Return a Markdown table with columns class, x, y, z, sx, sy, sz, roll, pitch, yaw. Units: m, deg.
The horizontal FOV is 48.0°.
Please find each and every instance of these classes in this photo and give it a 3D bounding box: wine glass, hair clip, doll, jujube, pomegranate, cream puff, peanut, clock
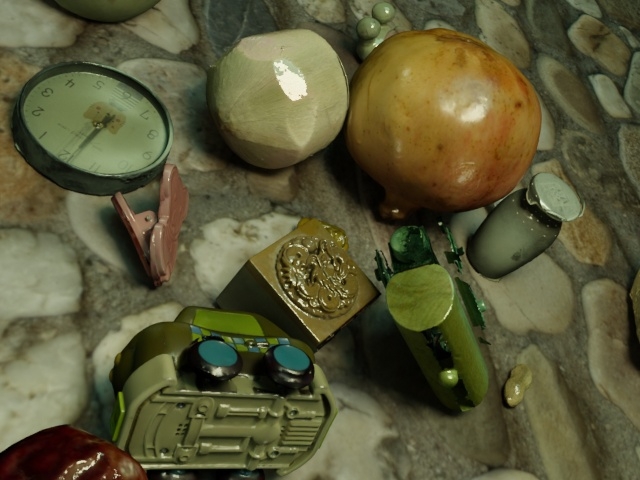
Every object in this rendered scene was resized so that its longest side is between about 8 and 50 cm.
| class | x | y | z | sx | sy | sz | roll | pitch | yaw |
| --- | --- | --- | --- | --- | --- | --- | --- | --- | --- |
| wine glass | 0.338 | -0.021 | 1.215 | 0.111 | 0.204 | 0.111 | 15 | 52 | -20 |
| hair clip | -0.208 | -0.021 | 0.966 | 0.102 | 0.123 | 0.138 | -27 | 65 | -11 |
| doll | 0.182 | -0.361 | 1.452 | 0.275 | 0.113 | 0.155 | 33 | 55 | -15 |
| jujube | -0.263 | 0.291 | 0.645 | 0.183 | 0.183 | 0.243 | 33 | 59 | -4 |
| pomegranate | 0.188 | -0.177 | 1.187 | 0.338 | 0.338 | 0.338 | 16 | 50 | -20 |
| cream puff | 0.000 | 0.000 | 1.107 | 0.083 | 0.083 | 0.058 | 24 | 88 | -28 |
| peanut | 0.309 | 0.226 | 1.130 | 0.037 | 0.037 | 0.083 | 42 | 52 | 4 |
| clock | -0.326 | -0.168 | 1.044 | 0.225 | 0.049 | 0.226 | 16 | 49 | -20 |

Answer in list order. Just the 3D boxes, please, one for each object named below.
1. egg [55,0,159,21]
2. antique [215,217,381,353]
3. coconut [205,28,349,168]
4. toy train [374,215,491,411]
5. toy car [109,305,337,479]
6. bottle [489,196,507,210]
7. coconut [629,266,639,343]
| class | x | y | z | sx | sy | sz | roll | pitch | yaw |
| --- | --- | --- | --- | --- | --- | --- | --- | --- | --- |
| egg | -0.324 | -0.530 | 1.127 | 0.278 | 0.336 | 0.279 | 21 | 44 | -21 |
| antique | -0.026 | 0.076 | 0.970 | 0.152 | 0.148 | 0.146 | 48 | 46 | 7 |
| coconut | -0.076 | -0.222 | 1.122 | 0.233 | 0.224 | 0.224 | -25 | 71 | -37 |
| toy train | 0.173 | 0.106 | 0.989 | 0.126 | 0.307 | 0.190 | -25 | 48 | 5 |
| toy car | -0.124 | 0.165 | 0.846 | 0.247 | 0.204 | 0.198 | 8 | 30 | -27 |
| bottle | 0.331 | -0.122 | 1.386 | 0.060 | 0.060 | 0.217 | 11 | 51 | -23 |
| coconut | 0.713 | 0.122 | 1.273 | 0.254 | 0.297 | 0.297 | 22 | 47 | 4 |
